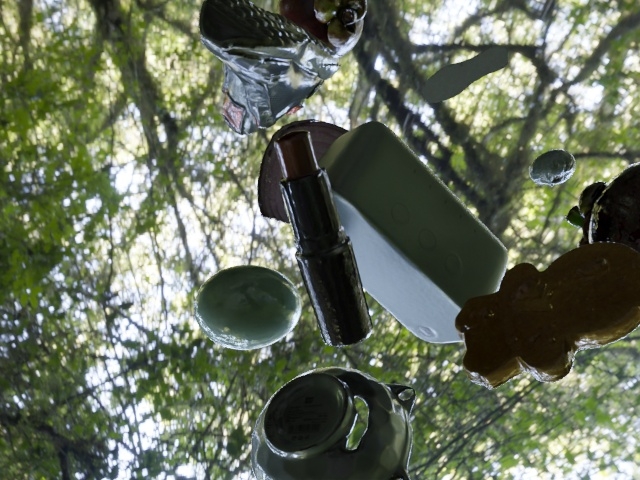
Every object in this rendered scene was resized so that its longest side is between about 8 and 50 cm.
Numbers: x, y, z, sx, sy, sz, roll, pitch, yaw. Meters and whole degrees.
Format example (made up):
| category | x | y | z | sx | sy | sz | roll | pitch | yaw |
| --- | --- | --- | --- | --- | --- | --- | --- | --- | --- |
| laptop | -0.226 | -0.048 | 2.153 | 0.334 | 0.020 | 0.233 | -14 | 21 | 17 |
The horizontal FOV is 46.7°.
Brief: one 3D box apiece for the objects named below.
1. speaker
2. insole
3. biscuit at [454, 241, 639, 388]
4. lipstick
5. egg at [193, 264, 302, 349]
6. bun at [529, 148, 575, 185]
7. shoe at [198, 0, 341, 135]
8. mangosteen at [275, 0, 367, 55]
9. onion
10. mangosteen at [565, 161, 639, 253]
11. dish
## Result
| category | x | y | z | sx | sy | sz | roll | pitch | yaw |
| --- | --- | --- | --- | --- | --- | --- | --- | --- | --- |
| speaker | 0.147 | -0.010 | 1.318 | 0.406 | 0.183 | 0.184 | 43 | -120 | -18 |
| insole | 0.301 | -0.348 | 1.546 | 0.197 | 0.004 | 0.065 | -28 | -90 | 8 |
| biscuit | 0.274 | 0.081 | 0.858 | 0.248 | 0.035 | 0.184 | -30 | -149 | 18 |
| lipstick | 0.000 | 0.000 | 0.990 | 0.081 | 0.081 | 0.300 | -24 | -73 | -22 |
| egg | -0.126 | 0.117 | 1.305 | 0.192 | 0.149 | 0.149 | -2 | -122 | -23 |
| bun | 0.403 | -0.122 | 1.281 | 0.083 | 0.083 | 0.045 | -4 | -121 | -12 |
| shoe | -0.095 | -0.228 | 1.027 | 0.132 | 0.171 | 0.336 | 38 | -162 | 12 |
| mangosteen | 0.011 | -0.526 | 1.738 | 0.215 | 0.257 | 0.215 | -4 | -80 | -22 |
| onion | -0.011 | -0.117 | 1.510 | 0.250 | 0.111 | 0.248 | 10 | -115 | -13 |
| mangosteen | 0.523 | -0.031 | 1.213 | 0.216 | 0.216 | 0.216 | 4 | -123 | -7 |
| dish | 0.002 | 0.301 | 1.174 | 0.302 | 0.120 | 0.303 | -18 | -141 | 15 |
